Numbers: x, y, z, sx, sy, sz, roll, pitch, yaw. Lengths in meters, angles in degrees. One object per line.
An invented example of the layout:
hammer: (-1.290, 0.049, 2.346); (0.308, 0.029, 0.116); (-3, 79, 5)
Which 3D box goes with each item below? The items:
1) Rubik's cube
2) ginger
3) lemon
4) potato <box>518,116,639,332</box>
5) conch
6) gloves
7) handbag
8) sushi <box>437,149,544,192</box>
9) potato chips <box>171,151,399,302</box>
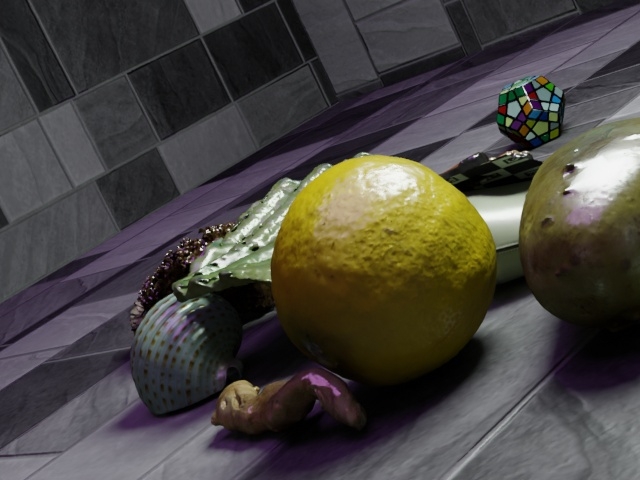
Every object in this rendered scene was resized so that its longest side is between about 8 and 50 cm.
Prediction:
Rubik's cube: (0.368, -0.225, 2.234); (0.112, 0.133, 0.133); (7, 22, 17)
ginger: (-0.038, 0.177, 1.393); (0.089, 0.075, 0.288); (-27, 5, -33)
lemon: (0.055, 0.045, 1.355); (0.219, 0.240, 0.240); (-49, 21, -29)
potato: (0.295, -0.020, 1.263); (0.210, 0.173, 0.307); (-18, 15, 28)
conch: (-0.181, 0.138, 1.724); (0.172, 0.131, 0.200); (-29, 10, -22)
gloves: (-0.184, 0.074, 2.012); (0.210, 0.135, 0.312); (-8, -17, -19)
handbag: (0.318, -0.050, 1.546); (0.315, 0.109, 0.241); (-21, 10, 8)
sushi: (0.232, -0.084, 1.670); (0.192, 0.043, 0.279); (-24, -18, 38)
potato chips: (0.001, -0.003, 1.700); (0.373, 0.097, 0.389); (0, 26, 18)
